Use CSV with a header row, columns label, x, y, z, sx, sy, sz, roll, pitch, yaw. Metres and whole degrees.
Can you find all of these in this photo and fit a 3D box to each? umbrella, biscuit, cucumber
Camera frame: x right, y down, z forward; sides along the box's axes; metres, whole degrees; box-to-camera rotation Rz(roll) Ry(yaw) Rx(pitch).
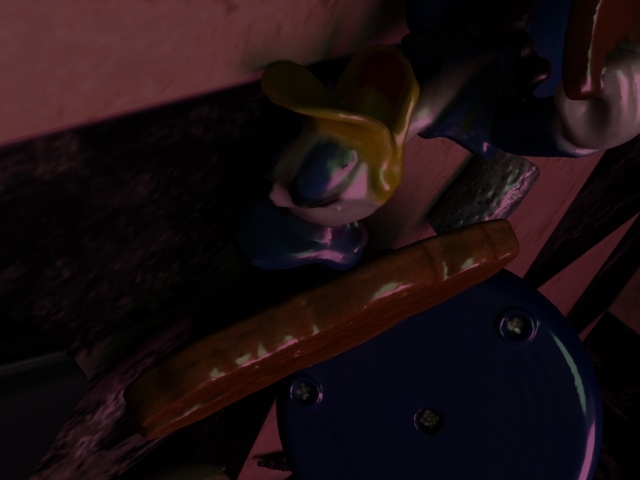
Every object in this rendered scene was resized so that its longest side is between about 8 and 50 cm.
label,x,y,z,sx,sy,sz,roll,pitch,yaw
umbrella,-0.016,0.265,1.082,0.269,0.044,0.044,42,58,-70
biscuit,0.003,0.055,0.638,0.295,0.044,0.186,-23,169,-17
cucumber,0.000,0.000,0.662,0.037,0.037,0.155,-27,152,-45
cucumber,0.155,-0.038,0.870,0.112,0.064,0.064,-52,159,8

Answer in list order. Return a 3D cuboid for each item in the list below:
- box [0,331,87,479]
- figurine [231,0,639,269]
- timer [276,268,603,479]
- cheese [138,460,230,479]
label,x,y,z,sx,sy,sz,roll,pitch,yaw
box,-0.215,0.120,0.397,0.160,0.050,0.230,-54,164,16
figurine,0.096,-0.080,0.520,0.338,0.204,0.283,-37,-175,1
timer,0.135,0.123,0.909,0.270,0.270,0.383,-55,172,15
cheese,-0.184,0.278,0.723,0.286,0.082,0.163,-25,147,-43
